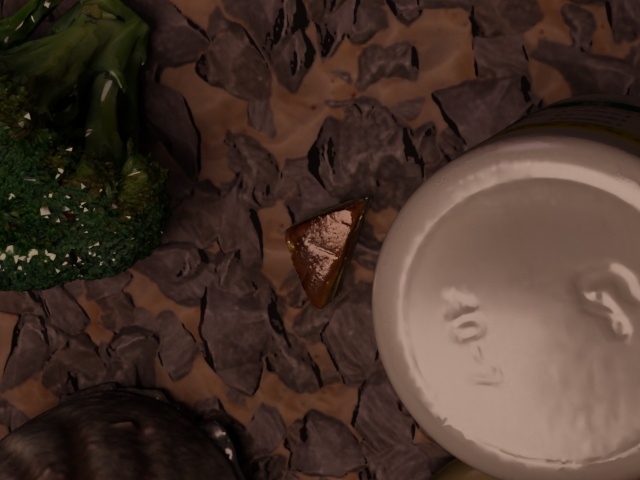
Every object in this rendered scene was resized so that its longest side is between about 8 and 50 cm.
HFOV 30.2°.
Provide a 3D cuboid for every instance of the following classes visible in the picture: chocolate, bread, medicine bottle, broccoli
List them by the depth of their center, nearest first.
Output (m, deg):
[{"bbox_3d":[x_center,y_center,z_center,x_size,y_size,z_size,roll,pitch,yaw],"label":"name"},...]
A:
[{"bbox_3d":[0.182,0.008,0.794,0.208,0.340,0.208,5,105,20],"label":"medicine bottle"},{"bbox_3d":[-0.246,-0.093,0.984,0.308,0.308,0.275,33,87,9],"label":"broccoli"},{"bbox_3d":[0.000,0.000,1.020,0.062,0.043,0.108,26,111,10],"label":"bread"},{"bbox_3d":[-0.228,0.282,1.047,0.303,0.213,0.303,0,91,22],"label":"chocolate"}]

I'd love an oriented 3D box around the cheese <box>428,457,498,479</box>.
[{"bbox_3d":[0.167,0.251,1.000,0.175,0.091,0.202,39,113,5],"label":"cheese"}]
